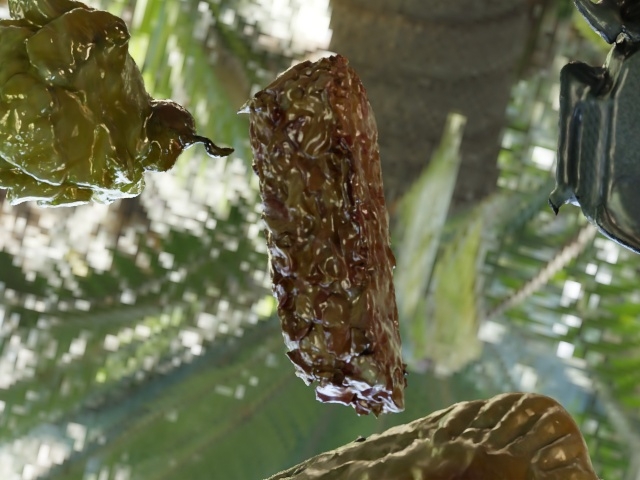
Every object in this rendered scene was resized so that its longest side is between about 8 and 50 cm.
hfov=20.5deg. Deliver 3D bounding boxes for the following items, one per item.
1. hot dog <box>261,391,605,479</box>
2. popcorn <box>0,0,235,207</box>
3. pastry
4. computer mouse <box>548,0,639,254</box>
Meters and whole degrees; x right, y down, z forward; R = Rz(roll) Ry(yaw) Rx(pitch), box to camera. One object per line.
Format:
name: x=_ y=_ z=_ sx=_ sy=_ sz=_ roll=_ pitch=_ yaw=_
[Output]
hot dog: x=0.087 y=0.302 z=1.368 sx=0.196 sy=0.365 sz=0.367 roll=23 pitch=-136 yaw=-47
popcorn: x=-0.193 y=-0.094 z=1.398 sx=0.173 sy=0.168 sz=0.195 roll=-20 pitch=137 yaw=25
pastry: x=0.001 y=0.000 z=0.822 sx=0.063 sy=0.169 sz=0.087 roll=-9 pitch=169 yaw=13
computer mouse: x=0.187 y=-0.022 z=0.639 sx=0.231 sy=0.126 sz=0.071 roll=27 pitch=-172 yaw=0
